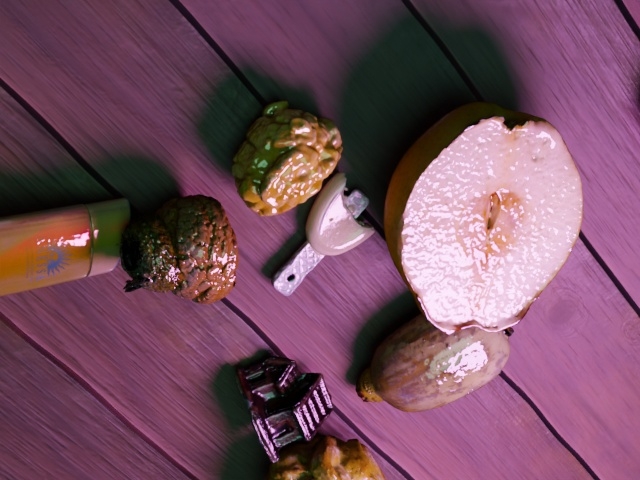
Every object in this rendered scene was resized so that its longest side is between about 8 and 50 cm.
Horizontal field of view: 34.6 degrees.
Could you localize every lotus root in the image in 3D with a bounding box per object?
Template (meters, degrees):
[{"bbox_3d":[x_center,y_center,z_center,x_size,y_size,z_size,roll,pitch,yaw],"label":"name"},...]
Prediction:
[{"bbox_3d":[0.206,0.220,1.888,0.309,0.173,0.173,-32,117,8],"label":"lotus root"}]

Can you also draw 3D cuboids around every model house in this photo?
[{"bbox_3d":[-0.060,0.287,1.870,0.152,0.106,0.165,-23,114,-4],"label":"model house"}]

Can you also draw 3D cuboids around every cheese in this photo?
[{"bbox_3d":[0.000,0.000,1.791,0.127,0.050,0.235,39,98,-26],"label":"cheese"}]

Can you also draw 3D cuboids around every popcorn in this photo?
[{"bbox_3d":[-0.057,-0.135,1.672,0.194,0.140,0.163,-30,122,-2],"label":"popcorn"}]

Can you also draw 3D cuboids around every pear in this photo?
[{"bbox_3d":[0.256,-0.051,1.755,0.340,0.191,0.386,5,110,-22],"label":"pear"}]

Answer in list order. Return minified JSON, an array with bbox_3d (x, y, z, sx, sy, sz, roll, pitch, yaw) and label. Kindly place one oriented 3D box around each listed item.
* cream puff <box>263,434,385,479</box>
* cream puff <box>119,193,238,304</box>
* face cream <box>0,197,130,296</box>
[{"bbox_3d":[0.009,0.464,1.914,0.244,0.244,0.196,-17,80,-6],"label":"cream puff"},{"bbox_3d":[-0.242,0.024,1.652,0.169,0.183,0.183,-11,118,-36],"label":"cream puff"},{"bbox_3d":[-0.439,0.014,1.630,0.285,0.067,0.139,-13,129,-33],"label":"face cream"}]
